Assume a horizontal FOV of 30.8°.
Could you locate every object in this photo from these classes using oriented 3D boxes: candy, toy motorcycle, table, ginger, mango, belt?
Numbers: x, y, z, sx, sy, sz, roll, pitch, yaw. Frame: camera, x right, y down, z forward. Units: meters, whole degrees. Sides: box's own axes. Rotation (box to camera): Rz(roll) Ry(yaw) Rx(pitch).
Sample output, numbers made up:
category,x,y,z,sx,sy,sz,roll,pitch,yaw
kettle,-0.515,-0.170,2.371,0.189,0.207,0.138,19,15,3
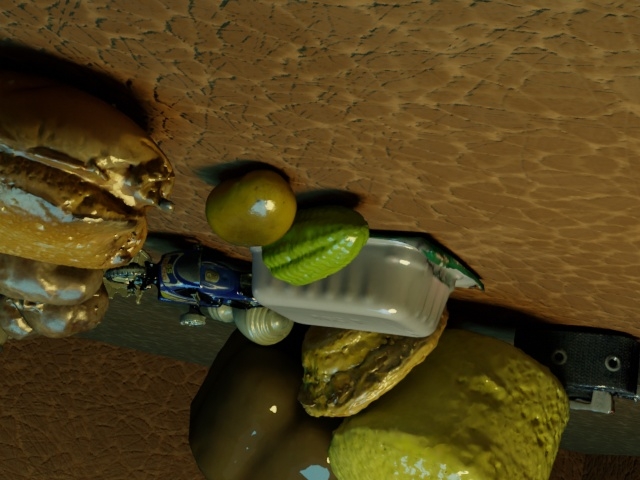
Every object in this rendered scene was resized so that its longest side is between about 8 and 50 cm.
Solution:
category,x,y,z,sx,sy,sz,roll,pitch,yaw
candy,0.000,0.000,1.447,0.097,0.096,0.209,17,164,-22
toy motorcycle,-0.179,0.068,1.855,0.315,0.113,0.169,12,161,-37
table,-0.333,0.058,1.987,0.062,0.083,0.079,10,166,7
ginger,-0.439,0.063,1.805,0.245,0.155,0.304,10,144,9
mango,-0.081,-0.040,1.387,0.103,0.076,0.161,21,157,-13
belt,0.415,0.215,1.918,0.218,0.128,0.122,3,170,36

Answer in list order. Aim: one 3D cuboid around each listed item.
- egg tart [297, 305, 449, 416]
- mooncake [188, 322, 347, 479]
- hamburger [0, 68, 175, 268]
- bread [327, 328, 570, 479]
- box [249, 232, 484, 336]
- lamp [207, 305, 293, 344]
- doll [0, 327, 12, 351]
category,x,y,z,sx,sy,sz,roll,pitch,yaw
egg tart,0.064,0.156,1.830,0.123,0.294,0.294,51,156,-10
mooncake,-0.016,0.350,2.203,0.467,0.262,0.467,30,-161,-11
hamburger,-0.302,-0.073,1.215,0.314,0.170,0.290,11,170,-4
bread,0.220,0.320,1.851,0.348,0.308,0.348,29,151,17
box,0.041,0.065,1.656,0.337,0.106,0.264,4,165,27
lamp,-0.127,0.126,2.097,0.193,0.106,0.106,12,172,46
doll,-0.696,0.093,2.183,0.247,0.247,0.349,7,160,16
